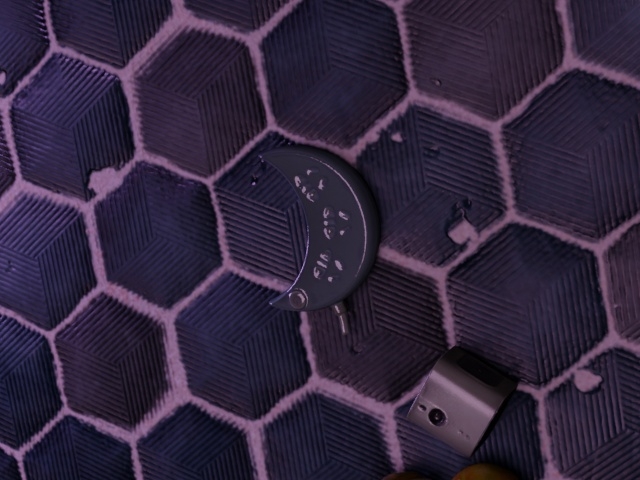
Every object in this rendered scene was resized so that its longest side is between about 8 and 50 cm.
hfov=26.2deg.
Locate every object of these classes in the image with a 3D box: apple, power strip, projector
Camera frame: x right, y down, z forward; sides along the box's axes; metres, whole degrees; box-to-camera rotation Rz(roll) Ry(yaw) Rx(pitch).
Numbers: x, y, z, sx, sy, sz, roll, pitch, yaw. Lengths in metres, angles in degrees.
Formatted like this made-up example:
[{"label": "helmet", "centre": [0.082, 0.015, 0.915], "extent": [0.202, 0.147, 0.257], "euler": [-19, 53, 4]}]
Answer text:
[{"label": "apple", "centre": [0.179, 0.285, 1.496], "extent": [0.089, 0.074, 0.090], "euler": [5, 102, 25]}, {"label": "power strip", "centre": [0.000, 0.000, 1.530], "extent": [0.137, 0.044, 0.216], "euler": [-2, 100, 23]}, {"label": "projector", "centre": [0.153, 0.173, 1.478], "extent": [0.082, 0.083, 0.083], "euler": [32, 111, 14]}]

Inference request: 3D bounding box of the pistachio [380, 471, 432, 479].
[{"label": "pistachio", "centre": [0.094, 0.330, 1.530], "extent": [0.113, 0.113, 0.149], "euler": [16, 100, 19]}]
